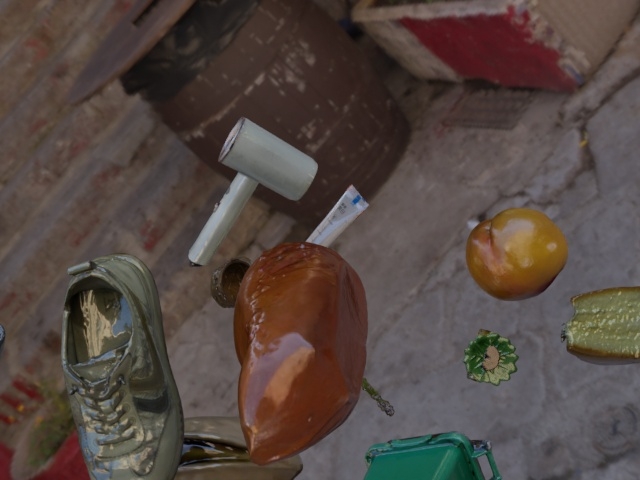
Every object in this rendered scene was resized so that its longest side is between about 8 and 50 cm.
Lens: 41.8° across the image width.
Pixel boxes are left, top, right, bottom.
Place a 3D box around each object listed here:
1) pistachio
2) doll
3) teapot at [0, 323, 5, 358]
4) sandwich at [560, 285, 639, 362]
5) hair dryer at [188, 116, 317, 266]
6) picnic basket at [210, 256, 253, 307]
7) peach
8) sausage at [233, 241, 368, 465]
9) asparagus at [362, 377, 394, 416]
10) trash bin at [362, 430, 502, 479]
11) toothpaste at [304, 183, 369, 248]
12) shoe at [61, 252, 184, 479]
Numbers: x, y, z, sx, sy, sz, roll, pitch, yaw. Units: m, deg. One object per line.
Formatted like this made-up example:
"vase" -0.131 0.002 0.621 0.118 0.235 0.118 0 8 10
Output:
"pistachio" -0.123 0.310 1.158 0.153 0.238 0.138 -28 58 35
"doll" 0.251 0.172 1.221 0.076 0.113 0.078 14 85 16
"teapot" -0.390 0.141 0.976 0.043 0.043 0.111 -77 8 -46
"sandwich" 0.467 0.140 1.341 0.128 0.235 0.122 -11 79 25
"hair dryer" -0.118 -0.047 1.216 0.236 0.131 0.073 -56 16 16
"picnic basket" -0.111 0.059 1.168 0.083 0.072 0.072 -16 40 49
"peach" 0.270 0.019 1.173 0.138 0.138 0.138 -37 27 23
"sausage" -0.013 0.060 0.518 0.089 0.089 0.179 -37 23 22
"asparagus" 0.094 0.292 1.652 0.248 0.025 0.024 -149 74 -71
"trash bin" 0.208 0.589 1.736 0.295 0.259 0.381 -16 11 28
"toothpaste" 0.000 0.000 1.268 0.190 0.031 0.048 -49 57 18
"shoe" -0.213 0.146 0.865 0.103 0.275 0.098 -13 -8 8
